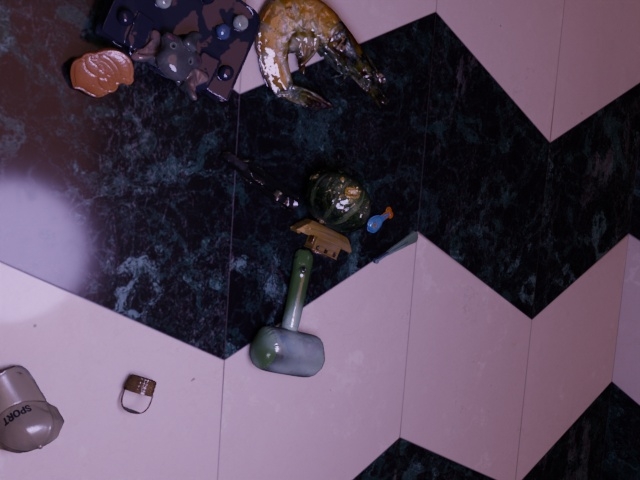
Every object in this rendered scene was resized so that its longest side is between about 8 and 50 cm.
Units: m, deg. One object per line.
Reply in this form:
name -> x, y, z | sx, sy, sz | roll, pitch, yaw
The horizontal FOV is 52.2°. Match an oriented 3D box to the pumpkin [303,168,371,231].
pumpkin -> 0.046, -0.104, 1.715 | 0.190, 0.190, 0.146 | 24, 89, -38

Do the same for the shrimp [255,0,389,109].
shrimp -> 0.013, -0.449, 1.705 | 0.444, 0.085, 0.272 | 29, 84, -34

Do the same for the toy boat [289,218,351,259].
toy boat -> 0.000, 0.000, 1.775 | 0.200, 0.057, 0.077 | 26, 86, -39

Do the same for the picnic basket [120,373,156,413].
picnic basket -> -0.417, 0.353, 1.492 | 0.072, 0.072, 0.083 | 29, 70, -37

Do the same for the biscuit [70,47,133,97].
biscuit -> -0.452, -0.347, 1.351 | 0.130, 0.019, 0.102 | -20, 136, -6

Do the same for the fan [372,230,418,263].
fan -> 0.230, 0.025, 1.983 | 0.193, 0.016, 0.038 | -30, 116, -32

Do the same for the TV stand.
TV stand -> -0.150, -0.151, 1.645 | 0.249, 0.036, 0.042 | 36, 76, -36

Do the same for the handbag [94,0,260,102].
handbag -> -0.306, -0.456, 1.433 | 0.325, 0.118, 0.269 | 23, 83, -36

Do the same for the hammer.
hammer -> -0.064, 0.187, 1.728 | 0.206, 0.118, 0.336 | 18, 79, -40

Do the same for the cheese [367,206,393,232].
cheese -> 0.175, -0.060, 1.927 | 0.111, 0.017, 0.047 | -36, 120, -29

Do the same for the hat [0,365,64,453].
hat -> -0.616, 0.346, 1.324 | 0.147, 0.085, 0.175 | -30, 115, -30
